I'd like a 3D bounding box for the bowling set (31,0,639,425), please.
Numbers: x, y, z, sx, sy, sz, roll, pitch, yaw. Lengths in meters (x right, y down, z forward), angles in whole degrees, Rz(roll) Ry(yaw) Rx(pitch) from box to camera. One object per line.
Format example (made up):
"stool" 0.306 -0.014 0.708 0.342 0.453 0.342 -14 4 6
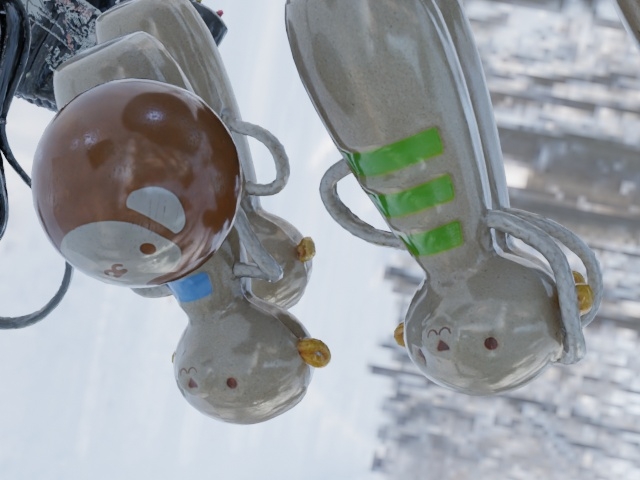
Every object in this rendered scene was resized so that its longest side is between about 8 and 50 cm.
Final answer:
"bowling set" 0.000 0.000 0.539 0.200 0.287 0.154 -37 109 -42

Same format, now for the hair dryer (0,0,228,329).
"hair dryer" -0.187 -0.119 0.866 0.080 0.293 0.223 -16 -144 58

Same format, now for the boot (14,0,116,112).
"boot" -0.157 -0.221 1.371 0.260 0.131 0.348 -63 -162 -8
